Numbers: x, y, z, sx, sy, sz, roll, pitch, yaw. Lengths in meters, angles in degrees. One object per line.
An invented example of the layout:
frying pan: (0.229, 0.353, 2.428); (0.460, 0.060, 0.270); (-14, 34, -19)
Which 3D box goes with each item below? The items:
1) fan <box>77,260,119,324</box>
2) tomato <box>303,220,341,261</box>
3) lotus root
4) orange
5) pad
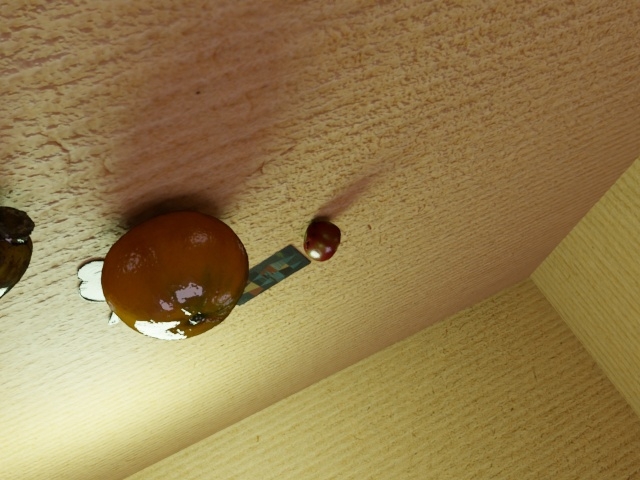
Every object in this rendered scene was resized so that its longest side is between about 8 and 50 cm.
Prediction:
fan: (-0.368, 0.095, 0.855); (0.153, 0.008, 0.226); (-10, 147, -36)
tomato: (0.000, 0.000, 0.976); (0.075, 0.087, 0.087); (23, 133, -14)
lotus root: (-0.436, 0.035, 0.556); (0.210, 0.120, 0.120); (-33, 154, 2)
orange: (-0.225, 0.064, 0.751); (0.240, 0.171, 0.240); (-25, 153, -14)
pad: (-0.132, 0.086, 1.081); (0.211, 0.003, 0.143); (-32, 154, 6)
